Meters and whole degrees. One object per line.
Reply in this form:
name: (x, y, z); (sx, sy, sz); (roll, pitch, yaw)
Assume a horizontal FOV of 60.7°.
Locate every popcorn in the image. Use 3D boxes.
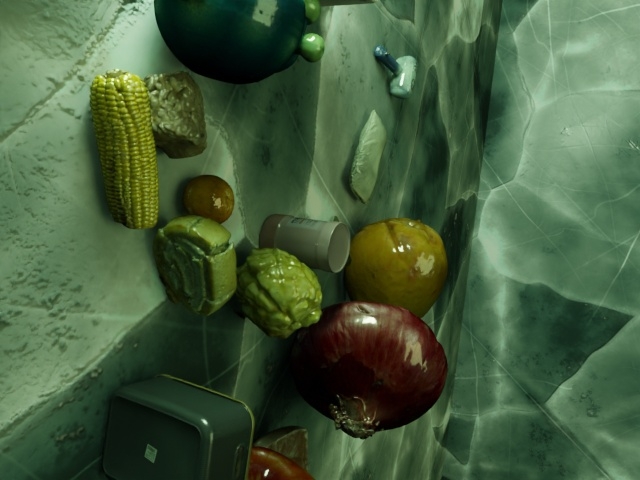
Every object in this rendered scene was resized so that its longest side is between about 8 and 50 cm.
popcorn: (-0.082, 0.094, 0.971); (0.142, 0.173, 0.173); (-64, 148, -21)

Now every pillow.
pillow: (0.124, -0.210, 1.392); (0.128, 0.051, 0.229); (57, 46, -56)

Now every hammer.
hammer: (0.195, -0.462, 1.456); (0.194, 0.069, 0.116); (20, 80, -54)

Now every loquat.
loquat: (0.196, 0.081, 1.398); (0.276, 0.276, 0.284); (-14, 113, -61)

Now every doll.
doll: (-0.107, -0.311, 0.766); (0.322, 0.198, 0.186); (-17, 125, -70)

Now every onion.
onion: (0.093, 0.296, 1.149); (0.285, 0.347, 0.347); (-71, 154, -49)

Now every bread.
bread: (-0.181, 0.040, 0.796); (0.064, 0.117, 0.156); (-43, 134, -53)

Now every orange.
orange: (-0.172, -0.061, 0.840); (0.083, 0.070, 0.083); (-2, 90, -71)

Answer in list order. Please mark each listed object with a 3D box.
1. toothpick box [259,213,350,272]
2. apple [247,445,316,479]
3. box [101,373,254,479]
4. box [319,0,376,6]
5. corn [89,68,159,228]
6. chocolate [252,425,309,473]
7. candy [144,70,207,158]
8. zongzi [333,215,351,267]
toothpick box: (-0.029, 0.005, 1.046); (0.098, 0.149, 0.098); (-26, 120, -58)
apple: (-0.117, 0.502, 0.891); (0.288, 0.288, 0.317); (-39, 141, -53)
box: (-0.200, 0.276, 0.744); (0.090, 0.201, 0.144); (8, 91, -59)
box: (-0.030, -0.510, 0.876); (0.333, 0.173, 0.145); (7, 93, -63)
corn: (-0.244, -0.111, 0.691); (0.072, 0.072, 0.203); (-35, 129, -55)
chocolate: (-0.104, 0.505, 1.123); (0.157, 0.080, 0.254); (-15, 110, -45)
candy: (-0.202, -0.172, 0.752); (0.095, 0.085, 0.110); (36, 54, -69)
zongzi: (0.000, 0.000, 1.236); (0.154, 0.062, 0.130); (4, 73, -47)
